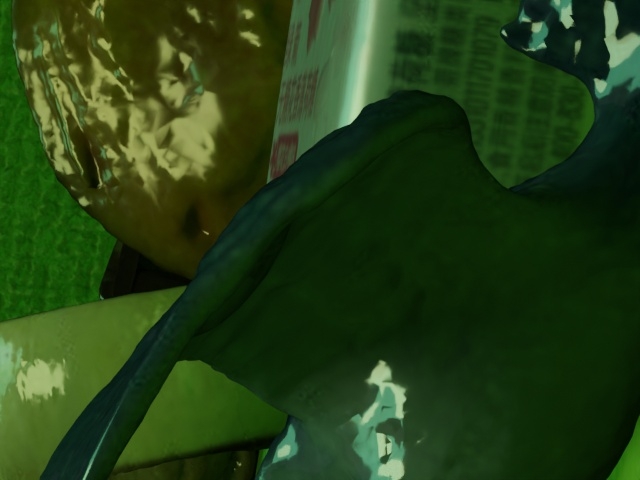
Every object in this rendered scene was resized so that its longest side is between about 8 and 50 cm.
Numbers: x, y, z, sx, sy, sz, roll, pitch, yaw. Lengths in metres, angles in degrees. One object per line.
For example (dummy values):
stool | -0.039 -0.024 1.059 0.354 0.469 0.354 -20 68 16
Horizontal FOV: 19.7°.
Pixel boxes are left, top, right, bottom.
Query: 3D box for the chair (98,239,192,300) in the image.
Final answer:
chair | -0.086 0.018 1.436 0.186 0.160 0.319 -87 12 -54

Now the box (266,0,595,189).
box | 0.058 -0.141 0.670 0.190 0.112 0.370 -154 71 -83

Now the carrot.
carrot | -0.073 -0.170 1.213 0.341 0.241 0.241 -87 9 -52

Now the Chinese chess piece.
Chinese chess piece | -0.112 0.089 1.133 0.257 0.257 0.104 143 115 -80

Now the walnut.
walnut | -0.126 0.184 1.617 0.166 0.149 0.166 3 -90 -69

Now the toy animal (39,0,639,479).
toy animal | 0.037 0.029 0.454 0.239 0.255 0.176 26 -141 -57
